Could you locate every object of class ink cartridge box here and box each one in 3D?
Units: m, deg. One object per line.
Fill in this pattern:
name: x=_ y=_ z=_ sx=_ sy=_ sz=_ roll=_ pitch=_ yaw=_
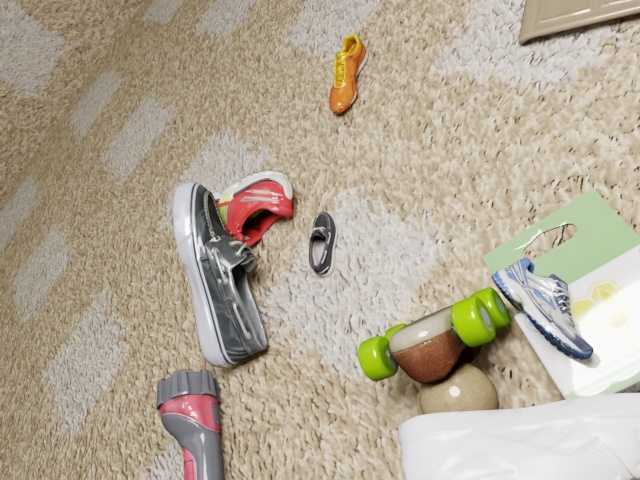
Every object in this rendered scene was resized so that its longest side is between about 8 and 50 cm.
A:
ink cartridge box: x=0.303 y=0.053 z=0.570 sx=0.171 sy=0.056 sz=0.235 roll=-35 pitch=50 yaw=18

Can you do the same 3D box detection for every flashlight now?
flashlight: x=-0.195 y=0.353 z=0.754 sx=0.103 sy=0.103 sz=0.303 roll=-51 pitch=39 yaw=41

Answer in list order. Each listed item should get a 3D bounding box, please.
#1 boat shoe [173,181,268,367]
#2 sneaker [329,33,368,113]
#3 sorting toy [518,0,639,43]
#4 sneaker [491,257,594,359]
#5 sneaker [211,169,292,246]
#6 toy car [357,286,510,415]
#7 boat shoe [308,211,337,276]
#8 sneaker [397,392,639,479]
boat shoe: x=-0.165 y=0.047 z=0.875 sx=0.119 sy=0.121 sz=0.334 roll=-17 pitch=81 yaw=9
sneaker: x=0.044 y=-0.332 z=0.995 sx=0.064 sy=0.067 sz=0.175 roll=-2 pitch=65 yaw=36
sorting toy: x=0.443 y=-0.451 z=0.774 sx=0.229 sy=0.041 sz=0.307 roll=-2 pitch=63 yaw=43
sneaker: x=0.245 y=0.066 z=0.535 sx=0.058 sy=0.052 sz=0.135 roll=-41 pitch=45 yaw=8
sneaker: x=-0.171 y=-0.035 z=0.968 sx=0.279 sy=0.107 sz=0.118 roll=-27 pitch=62 yaw=27
toy car: x=0.163 y=0.174 z=0.585 sx=0.155 sy=0.149 sz=0.188 roll=-30 pitch=77 yaw=29
boat shoe: x=0.000 y=0.000 z=0.850 sx=0.046 sy=0.038 sz=0.125 roll=-15 pitch=56 yaw=31
sneaker: x=0.221 y=0.236 z=0.436 sx=0.293 sy=0.108 sz=0.169 roll=-12 pitch=40 yaw=14
